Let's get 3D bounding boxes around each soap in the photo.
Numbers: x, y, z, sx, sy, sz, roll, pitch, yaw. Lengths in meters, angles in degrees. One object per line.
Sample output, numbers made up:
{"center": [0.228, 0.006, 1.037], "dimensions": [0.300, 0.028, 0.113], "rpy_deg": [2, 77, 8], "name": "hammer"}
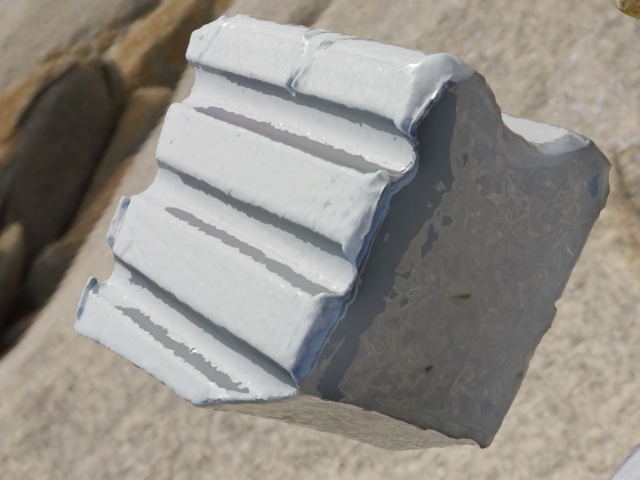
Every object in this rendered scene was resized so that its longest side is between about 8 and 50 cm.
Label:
{"center": [0.000, 0.000, 1.156], "dimensions": [0.435, 0.213, 0.350], "rpy_deg": [21, 86, 58], "name": "soap"}

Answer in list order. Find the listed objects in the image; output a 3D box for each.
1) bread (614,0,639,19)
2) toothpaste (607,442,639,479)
{"center": [0.237, -0.146, 0.760], "dimensions": [0.132, 0.053, 0.074], "rpy_deg": [23, 22, 24], "name": "bread"}
{"center": [0.114, 0.151, 0.482], "dimensions": [0.282, 0.099, 0.068], "rpy_deg": [-54, -5, -17], "name": "toothpaste"}
